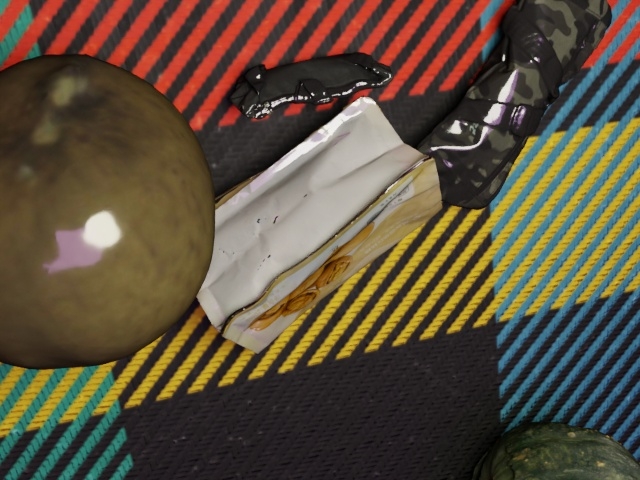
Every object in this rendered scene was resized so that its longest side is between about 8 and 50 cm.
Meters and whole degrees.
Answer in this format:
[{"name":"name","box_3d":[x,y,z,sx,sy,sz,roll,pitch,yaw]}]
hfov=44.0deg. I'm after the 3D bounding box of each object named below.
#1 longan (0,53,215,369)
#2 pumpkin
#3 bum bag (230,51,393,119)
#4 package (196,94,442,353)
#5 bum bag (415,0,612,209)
[{"name":"longan","box_3d":[-0.254,-0.026,0.812,0.319,0.319,0.319,-4,107,-14]},{"name":"pumpkin","box_3d":[0.325,0.415,1.117,0.257,0.291,0.327,22,90,0]},{"name":"bum bag","box_3d":[-0.012,-0.194,0.941,0.198,0.087,0.049,-14,128,-10]},{"name":"package","box_3d":[-0.020,-0.026,0.975,0.311,0.221,0.165,-38,73,0]},{"name":"bum bag","box_3d":[0.247,-0.194,1.012,0.144,0.095,0.340,29,98,-37]}]
